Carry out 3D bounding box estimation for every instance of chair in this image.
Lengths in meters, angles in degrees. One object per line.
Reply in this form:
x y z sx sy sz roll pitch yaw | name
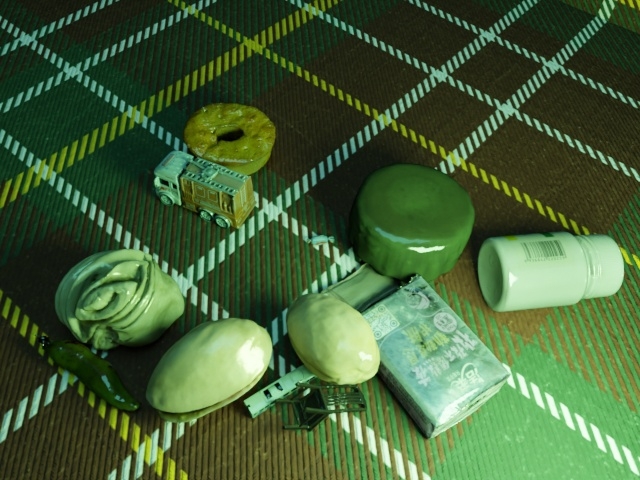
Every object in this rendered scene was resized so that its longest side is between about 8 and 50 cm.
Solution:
0.006 0.405 1.463 0.213 0.101 0.084 15 42 -41 | chair

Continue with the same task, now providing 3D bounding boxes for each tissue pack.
0.268 0.288 1.537 0.259 0.122 0.361 -29 61 -21 | tissue pack

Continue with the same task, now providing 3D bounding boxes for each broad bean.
-0.581 0.318 1.497 0.339 0.061 0.077 28 63 19 | broad bean

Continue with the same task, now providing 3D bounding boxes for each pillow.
0.113 0.140 1.690 0.233 0.038 0.131 -31 57 -27 | pillow

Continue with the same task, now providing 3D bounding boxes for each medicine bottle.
0.631 0.080 1.658 0.340 0.208 0.208 -5 52 -7 | medicine bottle

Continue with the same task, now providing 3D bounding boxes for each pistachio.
0.028 0.241 1.483 0.188 0.187 0.299 -26 37 -22 | pistachio
-0.263 0.309 1.441 0.318 0.193 0.214 -38 51 -16 | pistachio

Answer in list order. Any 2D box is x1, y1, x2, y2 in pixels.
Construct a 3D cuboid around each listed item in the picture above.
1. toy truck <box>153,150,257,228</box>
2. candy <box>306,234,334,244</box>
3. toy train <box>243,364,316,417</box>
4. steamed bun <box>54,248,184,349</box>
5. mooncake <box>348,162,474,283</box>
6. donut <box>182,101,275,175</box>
-0.358 -0.166 1.826 0.306 0.162 0.136 21 54 13 | toy truck
0.000 0.001 1.804 0.083 0.020 0.030 -5 51 -6 | candy
-0.091 0.366 1.497 0.208 0.047 0.043 -28 60 -21 | toy train
-0.533 0.134 1.555 0.289 0.203 0.276 29 56 20 | steamed bun
0.256 -0.049 1.745 0.357 0.194 0.356 2 51 -2 | mooncake
-0.300 -0.327 1.992 0.303 0.110 0.302 3 54 -3 | donut
